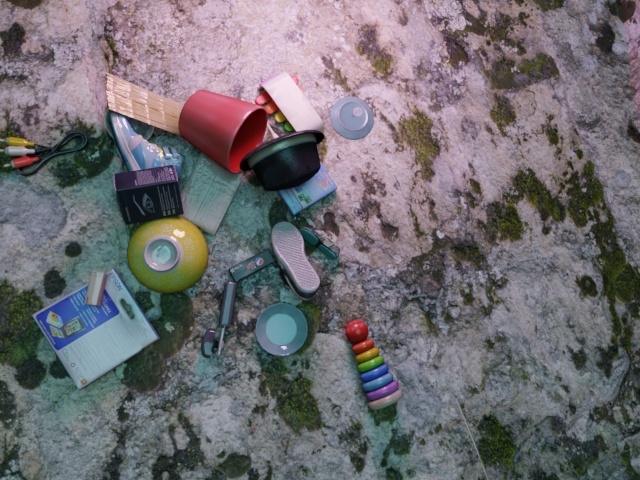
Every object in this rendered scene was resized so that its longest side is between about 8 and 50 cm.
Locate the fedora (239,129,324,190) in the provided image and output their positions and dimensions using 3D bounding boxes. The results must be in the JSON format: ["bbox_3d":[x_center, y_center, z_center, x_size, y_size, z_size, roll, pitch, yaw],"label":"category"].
[{"bbox_3d":[-0.121,-0.279,1.831,0.334,0.334,0.152,-22,87,-14],"label":"fedora"}]

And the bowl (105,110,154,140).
[{"bbox_3d":[-0.705,-0.440,1.837,0.170,0.080,0.169,-8,110,-21],"label":"bowl"}]

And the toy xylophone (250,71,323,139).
[{"bbox_3d":[-0.139,-0.518,1.977,0.236,0.081,0.322,-28,88,-14],"label":"toy xylophone"}]

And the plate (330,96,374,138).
[{"bbox_3d":[0.134,-0.513,2.064,0.188,0.024,0.188,2,81,-10],"label":"plate"}]

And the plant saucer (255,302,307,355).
[{"bbox_3d":[-0.147,0.333,1.869,0.195,0.037,0.194,2,82,-11],"label":"plant saucer"}]

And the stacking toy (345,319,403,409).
[{"bbox_3d":[0.185,0.460,1.884,0.141,0.141,0.330,-21,79,-14],"label":"stacking toy"}]

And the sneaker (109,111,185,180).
[{"bbox_3d":[-0.615,-0.332,1.802,0.208,0.127,0.318,-26,117,-18],"label":"sneaker"}]

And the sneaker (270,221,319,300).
[{"bbox_3d":[-0.107,0.084,1.881,0.126,0.127,0.320,-14,60,-19],"label":"sneaker"}]

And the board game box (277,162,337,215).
[{"bbox_3d":[-0.062,-0.217,1.969,0.212,0.039,0.160,-33,88,-13],"label":"board game box"}]

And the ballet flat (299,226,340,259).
[{"bbox_3d":[0.000,0.000,1.945,0.188,0.070,0.070,42,76,-5],"label":"ballet flat"}]

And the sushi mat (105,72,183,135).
[{"bbox_3d":[-0.624,-0.482,1.795,0.317,0.019,0.151,14,61,-48],"label":"sushi mat"}]

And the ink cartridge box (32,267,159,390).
[{"bbox_3d":[-0.772,0.303,1.730,0.307,0.072,0.303,-32,87,-17],"label":"ink cartridge box"}]

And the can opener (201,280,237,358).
[{"bbox_3d":[-0.371,0.287,1.810,0.095,0.076,0.283,9,79,-11],"label":"can opener"}]

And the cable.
[{"bbox_3d":[-0.983,-0.314,1.777,0.288,0.072,0.139,-12,90,-14],"label":"cable"}]

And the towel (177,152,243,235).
[{"bbox_3d":[-0.425,-0.179,1.886,0.187,0.049,0.282,26,78,-6],"label":"towel"}]

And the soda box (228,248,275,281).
[{"bbox_3d":[-0.259,0.095,1.873,0.169,0.053,0.060,-28,89,-14],"label":"soda box"}]

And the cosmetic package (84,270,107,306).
[{"bbox_3d":[-0.764,0.165,1.694,0.041,0.060,0.114,10,75,-8],"label":"cosmetic package"}]

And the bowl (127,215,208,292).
[{"bbox_3d":[-0.545,0.048,1.750,0.290,0.156,0.289,0,89,-8],"label":"bowl"}]

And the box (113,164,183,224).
[{"bbox_3d":[-0.595,-0.160,1.729,0.207,0.153,0.108,-11,44,-17],"label":"box"}]

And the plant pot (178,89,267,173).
[{"bbox_3d":[-0.365,-0.417,1.829,0.243,0.275,0.274,28,77,8],"label":"plant pot"}]
